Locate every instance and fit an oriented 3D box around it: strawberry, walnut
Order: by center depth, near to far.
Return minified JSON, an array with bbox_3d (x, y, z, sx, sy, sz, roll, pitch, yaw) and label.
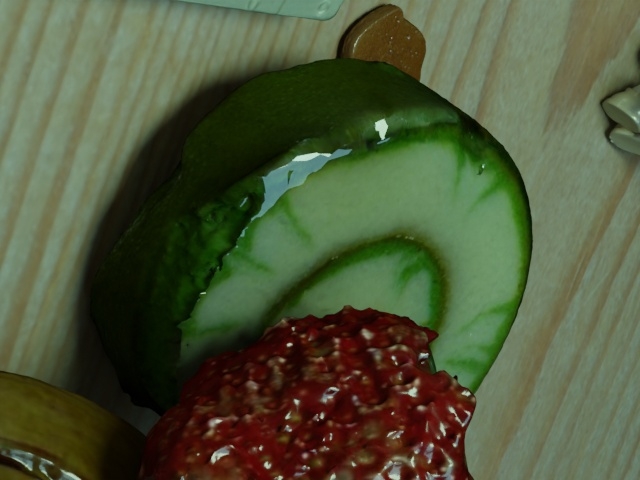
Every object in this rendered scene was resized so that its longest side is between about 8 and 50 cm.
[{"bbox_3d":[-0.219,0.198,1.324,0.298,0.203,0.203,35,80,-26],"label":"walnut"},{"bbox_3d":[-0.002,0.179,1.343,0.257,0.261,0.261,-14,125,-6],"label":"strawberry"}]

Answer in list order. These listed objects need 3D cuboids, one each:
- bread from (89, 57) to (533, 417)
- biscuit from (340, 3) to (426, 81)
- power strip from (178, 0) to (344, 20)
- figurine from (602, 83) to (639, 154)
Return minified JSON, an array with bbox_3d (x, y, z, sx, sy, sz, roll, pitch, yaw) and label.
[{"bbox_3d":[0.000,0.040,1.518,0.366,0.129,0.382,-31,133,-21],"label":"bread"},{"bbox_3d":[0.050,-0.139,1.602,0.102,0.019,0.130,-18,122,-42],"label":"biscuit"},{"bbox_3d":[-0.068,-0.223,1.373,0.338,0.058,0.098,1,131,-49],"label":"power strip"},{"bbox_3d":[0.413,-0.193,1.898,0.257,0.144,0.182,-56,137,-18],"label":"figurine"}]
